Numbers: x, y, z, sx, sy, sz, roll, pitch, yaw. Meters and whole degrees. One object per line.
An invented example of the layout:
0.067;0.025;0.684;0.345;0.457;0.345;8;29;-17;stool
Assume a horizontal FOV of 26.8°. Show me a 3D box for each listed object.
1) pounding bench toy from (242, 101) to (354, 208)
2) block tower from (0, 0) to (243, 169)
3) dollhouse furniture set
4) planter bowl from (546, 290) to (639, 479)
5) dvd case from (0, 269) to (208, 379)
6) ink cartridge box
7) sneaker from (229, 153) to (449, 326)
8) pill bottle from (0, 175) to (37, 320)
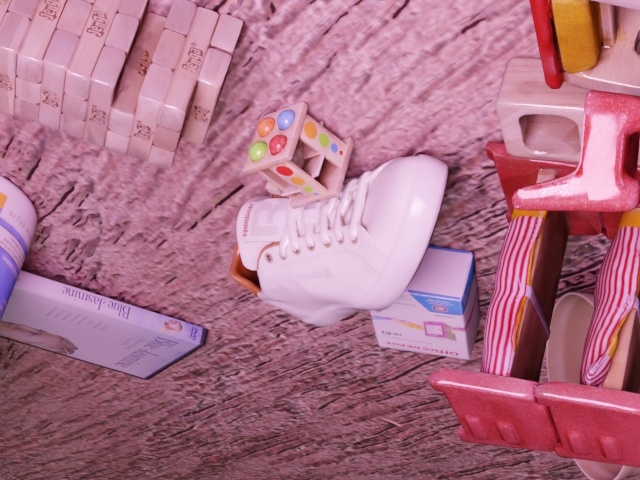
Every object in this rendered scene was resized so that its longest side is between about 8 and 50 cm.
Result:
-0.030;-0.064;1.037;0.065;0.052;0.083;35;147;-33;pounding bench toy
-0.230;-0.154;0.934;0.335;0.091;0.097;18;152;-6;block tower
0.148;-0.020;0.862;0.152;0.201;0.374;6;151;21;dollhouse furniture set
0.271;0.115;1.126;0.109;0.162;0.162;-9;156;-12;planter bowl
-0.271;0.092;1.464;0.253;0.022;0.180;19;154;-22;dvd case
0.092;0.055;1.195;0.088;0.052;0.122;8;153;15;ink cartridge box
0.000;0.000;1.081;0.123;0.106;0.290;21;154;-15;sneaker
-0.374;0.069;1.230;0.152;0.272;0.152;12;153;6;pill bottle
